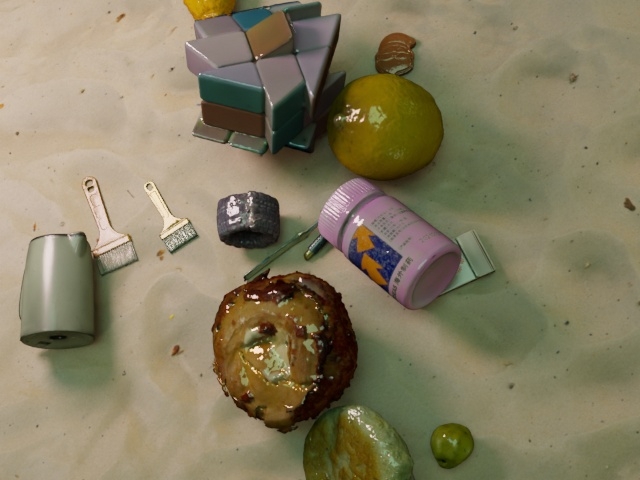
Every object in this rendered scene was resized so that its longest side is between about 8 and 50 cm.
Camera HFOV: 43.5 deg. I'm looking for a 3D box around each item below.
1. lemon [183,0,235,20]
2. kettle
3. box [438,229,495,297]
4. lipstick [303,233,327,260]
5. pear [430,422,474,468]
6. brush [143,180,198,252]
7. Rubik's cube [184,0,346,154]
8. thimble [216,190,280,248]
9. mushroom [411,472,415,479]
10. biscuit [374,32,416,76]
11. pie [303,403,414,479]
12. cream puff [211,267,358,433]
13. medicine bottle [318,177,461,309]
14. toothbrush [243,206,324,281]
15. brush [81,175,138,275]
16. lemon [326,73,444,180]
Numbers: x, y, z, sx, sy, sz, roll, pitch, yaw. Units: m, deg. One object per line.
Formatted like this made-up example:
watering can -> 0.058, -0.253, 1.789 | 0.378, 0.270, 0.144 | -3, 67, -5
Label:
lemon -> -0.291, -0.646, 2.103 | 0.142, 0.142, 0.187 | -11, 76, 5
kettle -> -0.642, 0.124, 1.908 | 0.240, 0.165, 0.255 | -20, 67, 33
box -> 0.287, 0.063, 1.838 | 0.198, 0.029, 0.109 | -25, 70, 1
lipstick -> 0.000, 0.000, 1.902 | 0.037, 0.037, 0.116 | 42, 87, 19
pear -> 0.277, 0.434, 1.690 | 0.092, 0.092, 0.096 | 10, 74, 12
brush -> -0.388, -0.070, 1.999 | 0.083, 0.011, 0.205 | -33, 70, -1
Rubik's cube -> -0.131, -0.374, 1.874 | 0.388, 0.358, 0.367 | -15, 63, -10
thimble -> -0.168, -0.046, 1.885 | 0.150, 0.150, 0.097 | -7, 68, 7
mushroom -> 0.176, 0.536, 1.671 | 0.118, 0.103, 0.270 | -35, 79, -6
biscuit -> 0.190, -0.468, 2.031 | 0.102, 0.019, 0.130 | 10, 75, 13
pie -> 0.070, 0.486, 1.637 | 0.071, 0.323, 0.323 | -3, 64, -39
cream puff -> -0.067, 0.226, 1.736 | 0.351, 0.229, 0.350 | 0, 89, 27
medicine bottle -> 0.150, 0.004, 1.778 | 0.178, 0.178, 0.291 | -46, 60, -7
toothbrush -> -0.068, 0.003, 1.916 | 0.294, 0.026, 0.028 | -41, 52, -6
brush -> -0.548, -0.048, 2.017 | 0.103, 0.013, 0.272 | -25, 69, 0
lemon -> 0.153, -0.258, 1.838 | 0.245, 0.320, 0.245 | 0, 90, 47
